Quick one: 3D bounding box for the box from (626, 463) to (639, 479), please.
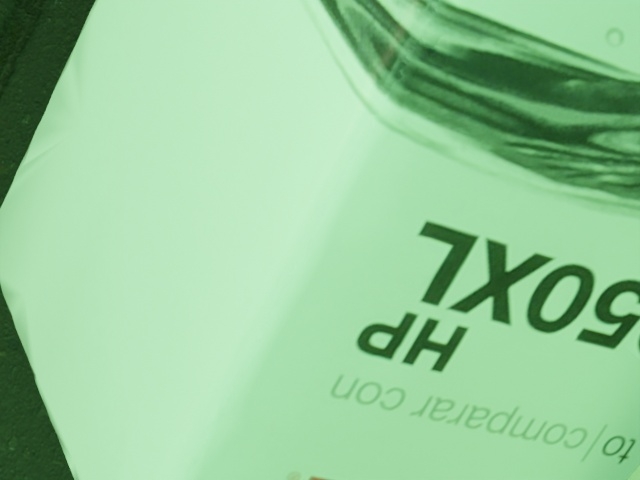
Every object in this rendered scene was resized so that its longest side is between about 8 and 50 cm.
[{"bbox_3d":[0.107,0.169,0.503,0.121,0.148,0.311,-81,17,-56],"label":"box"}]

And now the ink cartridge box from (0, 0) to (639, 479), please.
[{"bbox_3d":[0.122,-0.081,0.538,0.395,0.286,0.166,-61,34,23],"label":"ink cartridge box"}]
